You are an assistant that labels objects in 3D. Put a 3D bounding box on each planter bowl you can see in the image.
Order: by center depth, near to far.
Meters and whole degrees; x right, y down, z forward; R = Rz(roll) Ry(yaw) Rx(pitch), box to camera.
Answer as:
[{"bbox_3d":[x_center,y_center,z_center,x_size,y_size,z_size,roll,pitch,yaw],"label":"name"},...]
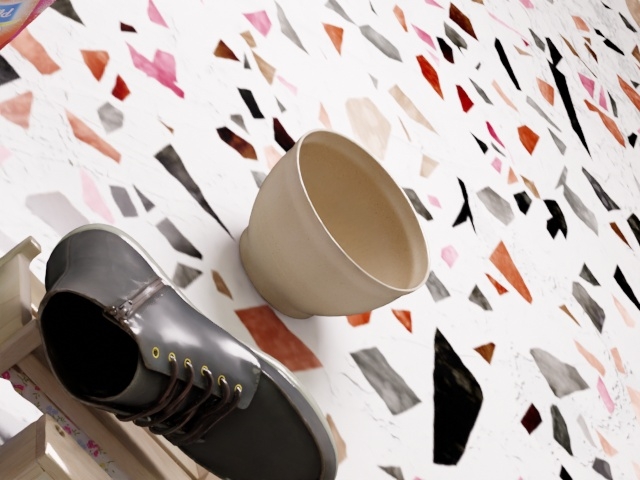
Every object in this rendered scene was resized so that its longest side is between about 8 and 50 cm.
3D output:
[{"bbox_3d":[0.000,0.000,1.350,0.162,0.109,0.162,37,33,-29],"label":"planter bowl"}]

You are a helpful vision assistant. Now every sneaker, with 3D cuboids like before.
[{"bbox_3d":[-0.079,0.093,0.907,0.222,0.083,0.118,42,13,-12],"label":"sneaker"}]

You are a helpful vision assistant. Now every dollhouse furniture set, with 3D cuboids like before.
[{"bbox_3d":[-0.209,0.114,0.947,0.303,0.174,0.355,51,5,-23],"label":"dollhouse furniture set"}]

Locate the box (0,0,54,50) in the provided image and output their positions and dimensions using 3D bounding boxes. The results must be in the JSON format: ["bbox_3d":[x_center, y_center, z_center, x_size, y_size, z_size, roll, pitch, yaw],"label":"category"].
[{"bbox_3d":[-0.291,-0.284,1.207,0.122,0.128,0.257,9,52,-52],"label":"box"}]
